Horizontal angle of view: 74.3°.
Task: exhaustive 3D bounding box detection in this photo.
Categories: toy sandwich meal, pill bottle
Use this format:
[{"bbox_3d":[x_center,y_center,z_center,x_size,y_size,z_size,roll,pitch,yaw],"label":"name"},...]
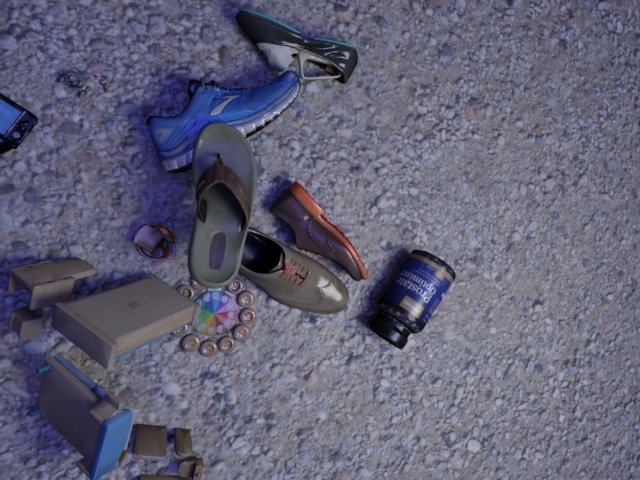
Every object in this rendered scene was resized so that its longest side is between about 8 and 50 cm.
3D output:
[{"bbox_3d":[-0.330,0.001,0.847,0.086,0.029,0.085,-1,92,-20],"label":"toy sandwich meal"},{"bbox_3d":[0.213,0.140,1.000,0.123,0.123,0.219,39,78,-17],"label":"pill bottle"}]

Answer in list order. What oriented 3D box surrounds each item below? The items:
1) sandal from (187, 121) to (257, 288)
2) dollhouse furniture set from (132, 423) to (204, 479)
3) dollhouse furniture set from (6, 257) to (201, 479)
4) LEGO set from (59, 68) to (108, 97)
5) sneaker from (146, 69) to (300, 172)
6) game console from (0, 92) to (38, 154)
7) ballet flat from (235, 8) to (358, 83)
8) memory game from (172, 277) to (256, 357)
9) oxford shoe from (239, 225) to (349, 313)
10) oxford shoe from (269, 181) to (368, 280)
[{"bbox_3d":[-0.171,-0.066,0.753,0.120,0.086,0.302,3,82,-16],"label":"sandal"},{"bbox_3d":[-0.302,0.464,0.821,0.144,0.123,0.151,14,87,-20],"label":"dollhouse furniture set"},{"bbox_3d":[-0.415,0.222,0.800,0.287,0.198,0.303,28,110,19],"label":"dollhouse furniture set"},{"bbox_3d":[-0.447,-0.302,0.798,0.083,0.023,0.054,-24,99,-18],"label":"LEGO set"},{"bbox_3d":[-0.188,-0.268,0.839,0.330,0.130,0.147,-33,104,-16],"label":"sneaker"},{"bbox_3d":[-0.583,-0.213,0.727,0.122,0.071,0.107,35,80,-18],"label":"game console"},{"bbox_3d":[-0.048,-0.404,0.908,0.281,0.095,0.096,9,101,-20],"label":"ballet flat"},{"bbox_3d":[-0.227,0.157,0.899,0.186,0.012,0.186,0,91,-20],"label":"memory game"},{"bbox_3d":[-0.076,0.071,0.888,0.349,0.130,0.122,27,83,-19],"label":"oxford shoe"},{"bbox_3d":[0.000,0.000,0.945,0.098,0.097,0.271,-41,98,2],"label":"oxford shoe"}]
